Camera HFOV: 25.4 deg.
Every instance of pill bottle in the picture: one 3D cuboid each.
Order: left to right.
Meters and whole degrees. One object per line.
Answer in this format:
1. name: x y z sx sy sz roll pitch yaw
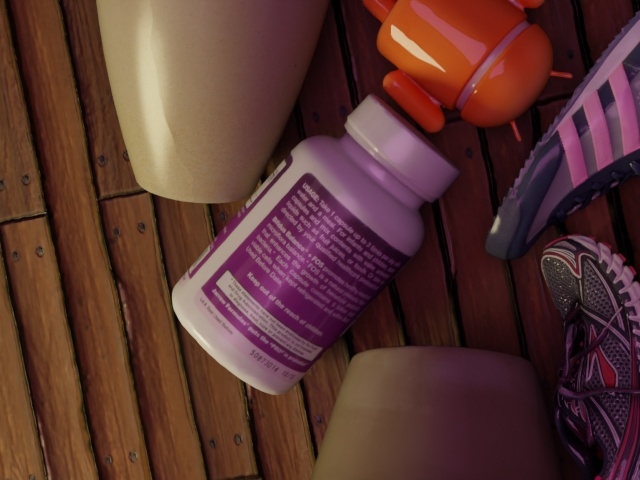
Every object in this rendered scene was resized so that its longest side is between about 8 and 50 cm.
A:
1. pill bottle: 0.000 0.000 1.472 0.169 0.169 0.301 43 99 8

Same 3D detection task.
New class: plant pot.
1. plant pot: -0.118 -0.188 1.475 0.257 0.256 0.274 11 110 11
2. plant pot: 0.114 0.258 1.409 0.323 0.323 0.280 0 75 12

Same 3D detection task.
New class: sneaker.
1. sneaker: 0.275 0.129 1.398 0.112 0.121 0.299 -9 62 -11
2. sneaker: 0.296 -0.090 1.438 0.131 0.112 0.319 37 99 11

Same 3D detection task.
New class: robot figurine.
1. robot figurine: 0.146 -0.201 1.459 0.219 0.128 0.158 40 64 8
